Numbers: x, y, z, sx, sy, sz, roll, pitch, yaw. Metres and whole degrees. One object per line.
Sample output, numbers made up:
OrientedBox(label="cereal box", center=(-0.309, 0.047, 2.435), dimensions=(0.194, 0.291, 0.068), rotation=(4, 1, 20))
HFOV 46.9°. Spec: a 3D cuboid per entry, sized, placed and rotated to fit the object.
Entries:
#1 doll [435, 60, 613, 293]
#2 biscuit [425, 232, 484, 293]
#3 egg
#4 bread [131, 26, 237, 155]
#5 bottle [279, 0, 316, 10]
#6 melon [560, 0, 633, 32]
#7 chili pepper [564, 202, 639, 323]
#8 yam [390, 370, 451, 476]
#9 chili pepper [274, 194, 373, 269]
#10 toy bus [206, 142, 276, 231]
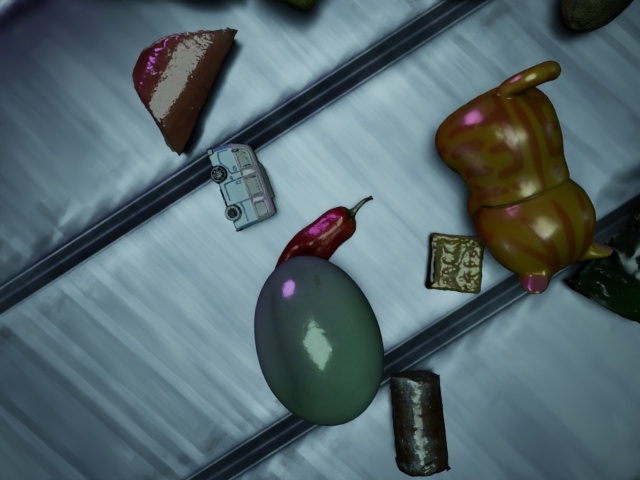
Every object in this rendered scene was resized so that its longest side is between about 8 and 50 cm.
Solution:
OrientedBox(label="doll", center=(0.266, -0.081, 0.985), dimensions=(0.166, 0.162, 0.270), rotation=(-24, 99, -8))
OrientedBox(label="biscuit", center=(0.193, 0.032, 1.056), dimensions=(0.081, 0.018, 0.083), rotation=(4, 92, 1))
OrientedBox(label="egg", center=(-0.003, 0.133, 0.986), dimensions=(0.168, 0.168, 0.231), rotation=(-17, 90, 1))
OrientedBox(label="bread", center=(-0.207, -0.227, 1.033), dimensions=(0.119, 0.067, 0.192), rotation=(24, 91, 0))
OrientedBox(label="bottle", center=(-0.003, -0.448, 0.989), dimensions=(0.112, 0.112, 0.260), rotation=(28, 99, 0))
OrientedBox(label="melon", center=(0.390, -0.357, 1.005), dimensions=(0.099, 0.099, 0.162), rotation=(36, 97, 0))
OrientedBox(label="chili pepper", center=(0.473, -0.010, 1.001), dimensions=(0.148, 0.116, 0.265), rotation=(33, 92, -3))
OrientedBox(label="yam", center=(0.139, 0.256, 1.032), dimensions=(0.079, 0.079, 0.141), rotation=(-4, 89, 1))
OrientedBox(label="chili pepper", center=(-0.001, 0.000, 1.043), dimensions=(0.191, 0.050, 0.059), rotation=(-43, 107, 9))
OrientedBox(label="toy bus", center=(-0.110, -0.080, 1.039), dimensions=(0.074, 0.060, 0.123), rotation=(-20, 93, -3))
